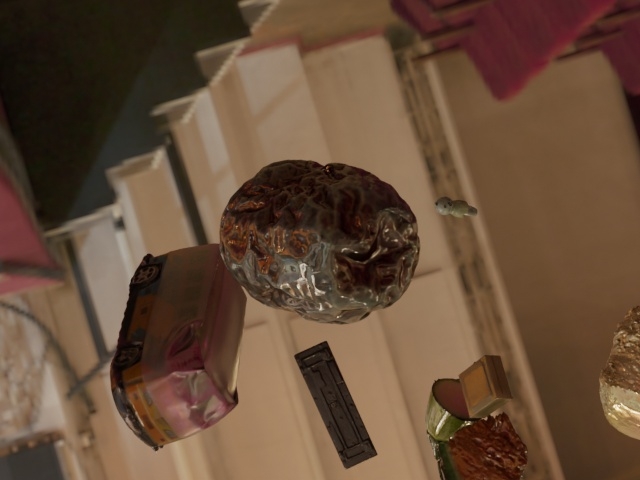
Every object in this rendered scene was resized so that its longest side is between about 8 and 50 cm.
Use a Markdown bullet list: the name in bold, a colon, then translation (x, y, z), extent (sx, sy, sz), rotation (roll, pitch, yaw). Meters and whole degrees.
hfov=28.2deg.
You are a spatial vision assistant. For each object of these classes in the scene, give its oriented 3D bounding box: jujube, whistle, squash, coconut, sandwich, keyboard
- **jujube**: translation (0.000, 0.000, 1.718), extent (0.226, 0.226, 0.317), rotation (-16, -168, -30)
- **whistle**: translation (0.254, -0.061, 2.389), extent (0.100, 0.035, 0.035), rotation (10, 164, -31)
- **squash**: translation (0.215, 0.316, 2.204), extent (0.105, 0.105, 0.132), rotation (-15, 140, -44)
- **coconut**: translation (0.715, 0.262, 2.409), extent (0.309, 0.297, 0.297), rotation (8, -165, 40)
- **sandwich**: translation (0.279, 0.392, 2.084), extent (0.160, 0.185, 0.109), rotation (-32, 149, 9)
- **keyboard**: translation (0.025, 0.268, 2.074), extent (0.061, 0.204, 0.013), rotation (-26, 173, 7)

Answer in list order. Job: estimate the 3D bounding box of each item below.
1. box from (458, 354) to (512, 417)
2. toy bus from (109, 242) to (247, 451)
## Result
- **box**: translation (0.267, 0.236, 2.069), extent (0.035, 0.083, 0.079), rotation (7, 147, -31)
- **toy bus**: translation (-0.220, 0.159, 2.073), extent (0.162, 0.171, 0.386), rotation (-22, -151, 15)
